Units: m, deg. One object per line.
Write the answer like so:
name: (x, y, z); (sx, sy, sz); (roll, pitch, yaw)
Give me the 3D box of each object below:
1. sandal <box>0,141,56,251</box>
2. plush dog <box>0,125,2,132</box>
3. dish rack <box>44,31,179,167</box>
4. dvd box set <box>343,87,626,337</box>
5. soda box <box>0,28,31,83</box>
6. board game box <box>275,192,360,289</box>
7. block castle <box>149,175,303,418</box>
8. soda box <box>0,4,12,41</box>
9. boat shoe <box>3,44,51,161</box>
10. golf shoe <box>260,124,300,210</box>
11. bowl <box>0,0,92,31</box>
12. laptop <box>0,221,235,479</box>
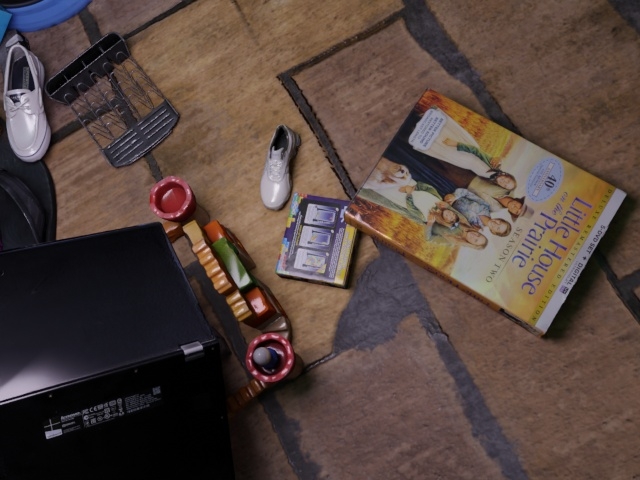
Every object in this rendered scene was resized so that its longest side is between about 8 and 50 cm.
sandal: (-0.647, -0.031, 1.489); (0.168, 0.107, 0.445); (-20, 70, 4)
plush dog: (-0.820, -0.223, 1.530); (0.226, 0.262, 0.210); (-18, 102, 7)
dish rack: (-0.450, -0.301, 1.545); (0.208, 0.074, 0.271); (-39, 71, -1)
dvd box set: (0.298, -0.060, 1.306); (0.421, 0.062, 0.307); (32, 81, 13)
soda box: (-0.704, -0.403, 1.636); (0.060, 0.053, 0.168); (-21, 72, 5)
board game box: (0.000, 0.000, 1.381); (0.141, 0.048, 0.170); (11, 76, 12)
block castle: (-0.258, 0.130, 1.310); (0.303, 0.213, 0.453); (-35, 70, 0)
soda box: (-0.791, -0.447, 1.614); (0.067, 0.071, 0.210); (41, 108, 32)
boat shoe: (-0.649, -0.299, 1.527); (0.095, 0.084, 0.257); (-12, 76, -2)
golf shoe: (-0.091, -0.152, 1.423); (0.069, 0.086, 0.176); (6, 77, 11)
bowl: (-0.693, -0.697, 1.705); (0.392, 0.077, 0.390); (-3, 74, 11)
laptop: (-0.370, 0.221, 1.096); (0.382, 0.236, 0.407); (-13, 108, -27)
